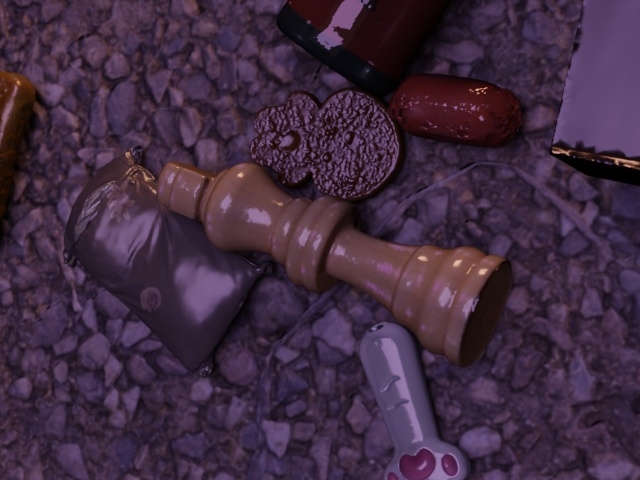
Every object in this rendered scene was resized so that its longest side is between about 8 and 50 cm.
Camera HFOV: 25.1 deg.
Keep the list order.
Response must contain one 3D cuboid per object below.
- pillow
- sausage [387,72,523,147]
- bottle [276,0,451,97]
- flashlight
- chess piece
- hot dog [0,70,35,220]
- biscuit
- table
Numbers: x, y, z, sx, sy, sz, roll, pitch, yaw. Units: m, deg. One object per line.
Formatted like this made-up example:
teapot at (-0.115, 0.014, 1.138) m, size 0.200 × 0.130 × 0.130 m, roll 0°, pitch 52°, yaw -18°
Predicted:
pillow at (-0.183, 0.018, 1.609) m, size 0.255 × 0.059 × 0.169 m, roll 39°, pitch 98°, yaw 21°
sausage at (0.136, -0.134, 1.477) m, size 0.141 × 0.076 × 0.076 m, roll 11°, pitch 90°, yaw 26°
bottle at (0.101, -0.320, 1.472) m, size 0.144 × 0.144 × 0.336 m, roll 37°, pitch 98°, yaw 21°
flashlight at (0.090, 0.180, 1.488) m, size 0.093 × 0.047 × 0.200 m, roll -21°, pitch 79°, yaw 21°
chess piece at (0.000, 0.000, 1.501) m, size 0.397 × 0.117 × 0.117 m, roll 24°, pitch 95°, yaw 22°
hot dog at (-0.402, -0.062, 1.703) m, size 0.088 × 0.061 × 0.286 m, roll 25°, pitch 97°, yaw 22°
biscuit at (0.009, -0.106, 1.554) m, size 0.175 × 0.026 × 0.124 m, roll 10°, pitch 91°, yaw 22°
table at (0.333, -0.148, 1.345) m, size 0.172 × 0.169 × 0.193 m, roll 13°, pitch 90°, yaw 23°
